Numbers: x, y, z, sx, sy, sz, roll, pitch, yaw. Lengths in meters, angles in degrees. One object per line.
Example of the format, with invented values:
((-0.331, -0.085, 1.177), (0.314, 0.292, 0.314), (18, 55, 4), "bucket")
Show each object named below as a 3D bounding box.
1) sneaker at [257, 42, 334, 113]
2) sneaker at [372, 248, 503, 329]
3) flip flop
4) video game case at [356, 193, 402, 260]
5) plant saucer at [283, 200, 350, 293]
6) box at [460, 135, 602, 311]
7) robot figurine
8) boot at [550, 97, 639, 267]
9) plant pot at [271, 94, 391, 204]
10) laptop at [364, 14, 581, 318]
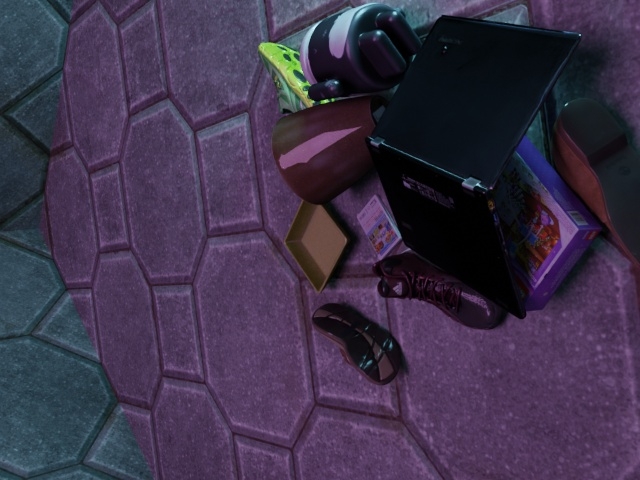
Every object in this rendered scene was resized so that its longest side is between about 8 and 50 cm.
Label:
((-0.079, -0.370, 1.818), (0.295, 0.110, 0.123), (58, 133, 29), "sneaker")
((0.206, 0.105, 1.476), (0.281, 0.163, 0.106), (30, 119, 47), "sneaker")
((0.081, 0.241, 1.731), (0.277, 0.112, 0.080), (33, 147, 43), "flip flop")
((0.131, -0.029, 1.681), (0.087, 0.011, 0.122), (-52, 56, 43), "video game case")
((0.000, 0.000, 1.833), (0.188, 0.045, 0.188), (55, 136, 32), "plant saucer")
((0.338, -0.051, 1.313), (0.293, 0.057, 0.200), (64, 145, 38), "box")
((0.077, -0.379, 1.532), (0.278, 0.209, 0.173), (5, 104, 56), "robot figurine")
((0.463, -0.072, 1.185), (0.115, 0.112, 0.305), (95, 150, -72), "boot")
((0.051, -0.214, 1.617), (0.231, 0.215, 0.215), (-22, 78, 38), "plant pot")
((0.278, -0.145, 1.335), (0.382, 0.236, 0.407), (39, 156, 58), "laptop")
